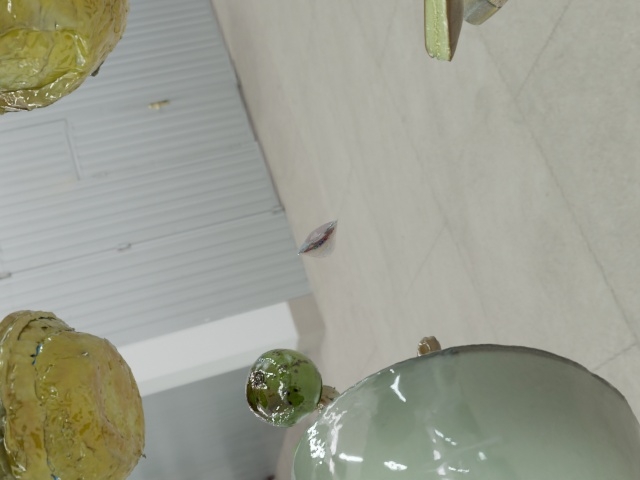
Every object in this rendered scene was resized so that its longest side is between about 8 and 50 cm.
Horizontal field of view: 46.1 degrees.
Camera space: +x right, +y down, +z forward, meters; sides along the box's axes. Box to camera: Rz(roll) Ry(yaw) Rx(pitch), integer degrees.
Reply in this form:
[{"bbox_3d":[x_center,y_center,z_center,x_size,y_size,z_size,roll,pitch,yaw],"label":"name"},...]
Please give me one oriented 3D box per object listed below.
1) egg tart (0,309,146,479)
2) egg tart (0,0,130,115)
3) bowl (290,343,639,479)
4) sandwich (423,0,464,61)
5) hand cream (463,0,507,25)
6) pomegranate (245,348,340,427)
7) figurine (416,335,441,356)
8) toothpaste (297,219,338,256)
[{"bbox_3d":[-0.404,0.287,1.240,0.388,0.169,0.387,-18,-90,-82],"label":"egg tart"},{"bbox_3d":[-0.261,-0.161,0.606,0.232,0.252,0.098,-41,68,37],"label":"egg tart"},{"bbox_3d":[0.148,0.286,0.682,0.185,0.354,0.353,-92,-4,-59],"label":"bowl"},{"bbox_3d":[0.116,-0.215,0.707,0.031,0.044,0.083,14,128,27],"label":"sandwich"},{"bbox_3d":[0.250,-0.353,0.933,0.203,0.084,0.084,-28,74,42],"label":"hand cream"},{"bbox_3d":[-0.038,0.213,1.067,0.114,0.142,0.114,-29,48,39],"label":"pomegranate"},{"bbox_3d":[0.176,0.319,1.382,0.247,0.173,0.177,-106,-3,-45],"label":"figurine"},{"bbox_3d":[0.000,0.000,1.033,0.043,0.067,0.194,50,180,3],"label":"toothpaste"}]
